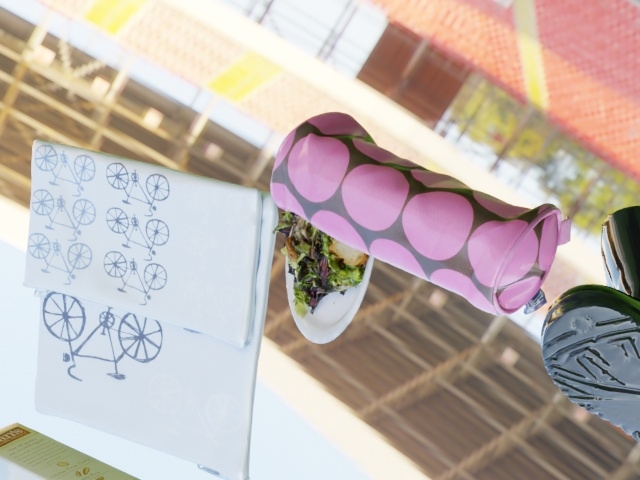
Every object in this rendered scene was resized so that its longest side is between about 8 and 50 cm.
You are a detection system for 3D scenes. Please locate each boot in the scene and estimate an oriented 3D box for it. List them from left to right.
[{"bbox_3d":[0.255,0.050,1.205,0.246,0.094,0.207,39,-145,-36],"label":"boot"}]

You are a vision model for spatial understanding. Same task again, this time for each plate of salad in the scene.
[{"bbox_3d":[0.000,0.000,1.408,0.048,0.200,0.200,7,-155,-25],"label":"plate of salad"}]

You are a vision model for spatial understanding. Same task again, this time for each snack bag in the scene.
[{"bbox_3d":[-0.203,0.078,1.617,0.323,0.343,0.037,14,-164,27],"label":"snack bag"}]

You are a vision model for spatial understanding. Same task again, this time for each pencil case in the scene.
[{"bbox_3d":[0.069,-0.024,1.025,0.209,0.095,0.098,28,-129,28],"label":"pencil case"}]

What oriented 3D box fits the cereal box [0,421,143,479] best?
[{"bbox_3d":[-0.125,0.230,0.911,0.240,0.173,0.047,17,-153,38],"label":"cereal box"}]
